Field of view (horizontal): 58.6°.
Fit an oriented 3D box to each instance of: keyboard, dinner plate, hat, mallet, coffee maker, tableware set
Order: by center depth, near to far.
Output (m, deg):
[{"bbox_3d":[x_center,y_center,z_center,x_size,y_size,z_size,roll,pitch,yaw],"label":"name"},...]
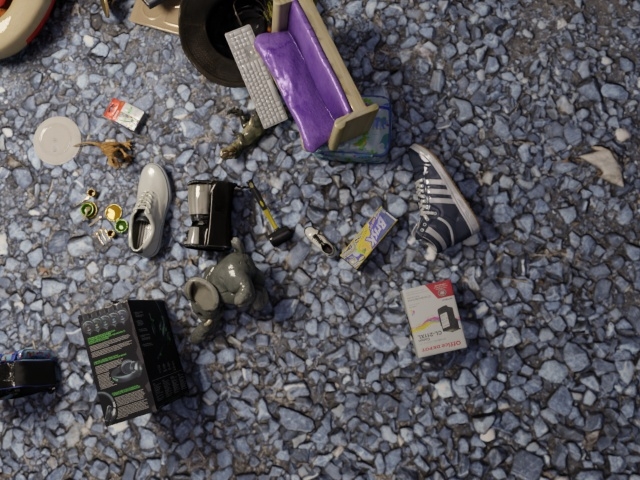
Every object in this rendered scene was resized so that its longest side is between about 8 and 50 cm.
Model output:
[{"bbox_3d":[-0.165,-0.424,1.486,0.072,0.014,0.256,-25,107,-8],"label":"keyboard"},{"bbox_3d":[-0.268,-0.062,1.490,0.171,0.120,0.179,0,85,3],"label":"coffee maker"},{"bbox_3d":[-0.150,-0.070,1.503,0.062,0.039,0.190,-36,96,0],"label":"mallet"},{"bbox_3d":[-0.216,-0.568,1.518,0.330,0.134,0.332,-3,103,-14],"label":"hat"},{"bbox_3d":[-0.601,-0.072,1.566,0.104,0.024,0.154,-34,82,0],"label":"tableware set"},{"bbox_3d":[-0.744,-0.283,1.604,0.141,0.017,0.141,0,86,5],"label":"dinner plate"}]

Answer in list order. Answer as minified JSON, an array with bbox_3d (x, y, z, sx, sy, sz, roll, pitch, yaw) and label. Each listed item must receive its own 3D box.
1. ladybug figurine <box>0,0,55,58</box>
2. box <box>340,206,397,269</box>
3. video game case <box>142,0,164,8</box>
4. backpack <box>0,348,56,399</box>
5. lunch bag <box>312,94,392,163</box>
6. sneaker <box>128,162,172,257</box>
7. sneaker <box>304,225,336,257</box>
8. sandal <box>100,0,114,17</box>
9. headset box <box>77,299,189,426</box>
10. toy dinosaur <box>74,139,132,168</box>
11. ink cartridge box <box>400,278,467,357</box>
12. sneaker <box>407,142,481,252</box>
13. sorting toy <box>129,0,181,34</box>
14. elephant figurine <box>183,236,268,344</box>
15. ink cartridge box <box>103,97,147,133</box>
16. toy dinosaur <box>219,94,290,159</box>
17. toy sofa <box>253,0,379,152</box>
[{"bbox_3d":[-0.868,-0.699,1.582,0.304,0.162,0.450,23,87,7],"label":"ladybug figurine"},{"bbox_3d":[0.127,-0.005,1.485,0.059,0.054,0.169,40,88,7],"label":"box"},{"bbox_3d":[-0.470,-0.780,1.586,0.196,0.026,0.274,-37,72,-14],"label":"video game case"},{"bbox_3d":[-0.801,0.354,1.480,0.173,0.158,0.117,-15,75,15],"label":"backpack"},{"bbox_3d":[0.079,-0.299,1.504,0.218,0.090,0.176,5,82,4],"label":"lunch bag"},{"bbox_3d":[-0.456,-0.084,1.521,0.094,0.091,0.258,1,84,5],"label":"sneaker"},{"bbox_3d":[0.000,0.000,1.501,0.109,0.044,0.040,41,91,9],"label":"sneaker"},{"bbox_3d":[-0.595,-0.736,1.607,0.079,0.088,0.240,-16,70,-24],"label":"sandal"},{"bbox_3d":[-0.455,0.279,1.406,0.131,0.246,0.283,-18,84,2],"label":"headset box"},{"bbox_3d":[-0.577,-0.251,1.552,0.211,0.112,0.064,29,110,43],"label":"toy dinosaur"},{"bbox_3d":[0.286,0.198,1.442,0.127,0.072,0.175,-14,83,3],"label":"ink cartridge box"},{"bbox_3d":[0.271,-0.102,1.462,0.153,0.099,0.282,-34,86,-1],"label":"sneaker"},{"bbox_3d":[-0.420,-0.681,1.611,0.208,0.038,0.193,17,86,11],"label":"sorting toy"},{"bbox_3d":[-0.269,0.136,1.457,0.239,0.169,0.186,-17,60,15],"label":"elephant figurine"},{"bbox_3d":[-0.548,-0.352,1.587,0.115,0.029,0.063,28,87,6],"label":"ink cartridge box"},{"bbox_3d":[-0.179,-0.328,1.541,0.268,0.064,0.118,-36,97,-3],"label":"toy dinosaur"},{"bbox_3d":[-0.020,-0.407,1.388,0.177,0.150,0.363,-24,82,-11],"label":"toy sofa"}]
